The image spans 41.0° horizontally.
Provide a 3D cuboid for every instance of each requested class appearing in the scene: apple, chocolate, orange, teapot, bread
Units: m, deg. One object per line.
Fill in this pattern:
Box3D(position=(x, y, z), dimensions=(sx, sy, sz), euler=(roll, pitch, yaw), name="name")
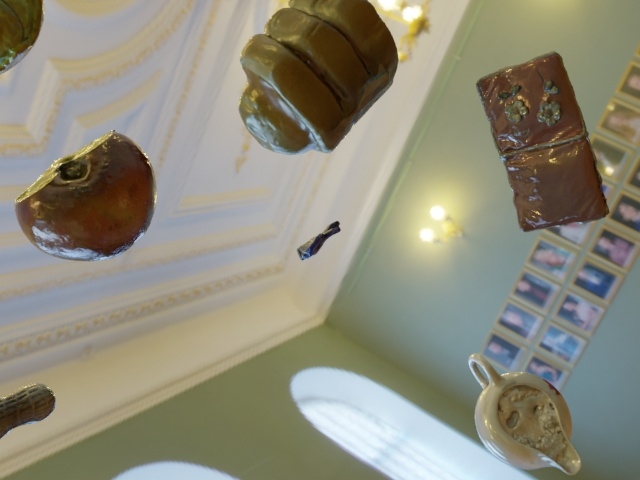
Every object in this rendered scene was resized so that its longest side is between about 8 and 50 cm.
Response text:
Box3D(position=(-0.305, -0.054, 1.145), dimensions=(0.195, 0.160, 0.173), euler=(-48, 4, -26), name="apple")
Box3D(position=(-0.525, 0.290, 1.437), dimensions=(0.167, 0.072, 0.072), euler=(-19, -43, -40), name="chocolate")
Box3D(position=(-0.464, -0.337, 1.141), dimensions=(0.158, 0.179, 0.237), euler=(-88, -13, -73), name="orange")
Box3D(position=(0.300, 0.267, 1.305), dimensions=(0.145, 0.226, 0.092), euler=(-35, -17, -21), name="teapot")
Box3D(position=(0.001, -0.312, 1.661), dimensions=(0.341, 0.210, 0.300), euler=(-45, -37, -21), name="bread")

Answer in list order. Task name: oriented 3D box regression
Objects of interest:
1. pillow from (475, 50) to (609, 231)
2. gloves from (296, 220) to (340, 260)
Box3D(position=(0.300, -0.128, 1.154), dimensions=(0.043, 0.126, 0.232), euler=(-21, -86, -56), name="pillow")
Box3D(position=(0.000, 0.000, 1.394), dimensions=(0.086, 0.026, 0.064), euler=(-37, -2, -10), name="gloves")
